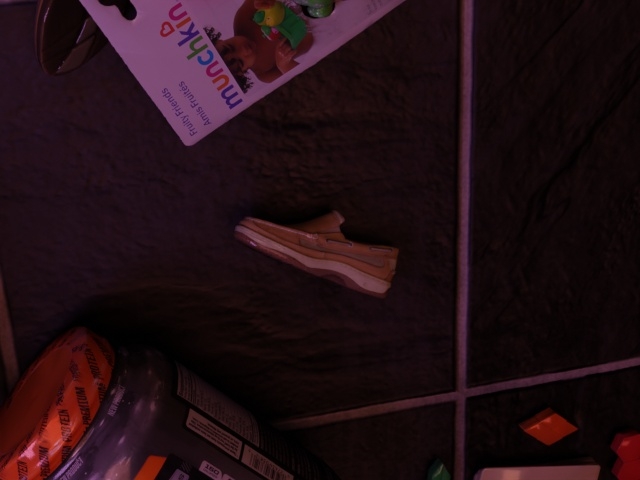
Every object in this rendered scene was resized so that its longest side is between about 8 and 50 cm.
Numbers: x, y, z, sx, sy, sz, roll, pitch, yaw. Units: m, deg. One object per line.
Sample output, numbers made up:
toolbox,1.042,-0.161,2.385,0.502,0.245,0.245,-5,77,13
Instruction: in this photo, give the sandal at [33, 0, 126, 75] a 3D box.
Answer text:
sandal,-0.218,-0.242,0.769,0.090,0.060,0.219,-31,147,-32

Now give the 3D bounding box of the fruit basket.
fruit basket,-0.036,-0.274,0.732,0.353,0.165,0.327,-37,135,-6

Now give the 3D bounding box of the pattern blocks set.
pattern blocks set,0.274,0.345,1.169,0.325,0.026,0.285,11,107,-19

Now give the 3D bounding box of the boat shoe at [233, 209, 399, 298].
boat shoe,0.000,0.000,0.947,0.190,0.068,0.072,21,91,-32

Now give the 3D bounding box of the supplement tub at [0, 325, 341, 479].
supplement tub,-0.151,0.243,0.911,0.338,0.207,0.207,39,96,-24
